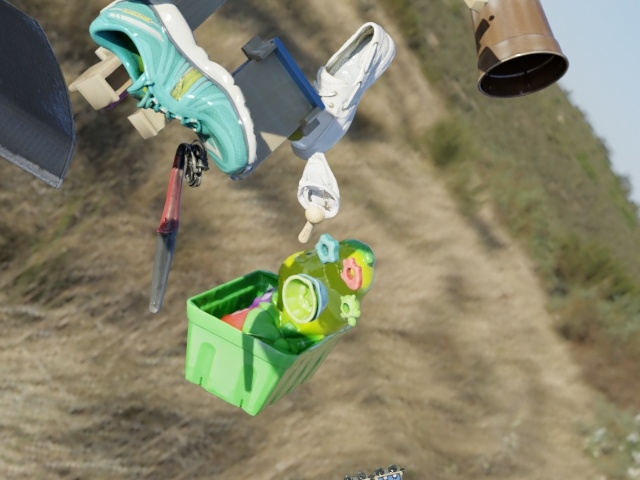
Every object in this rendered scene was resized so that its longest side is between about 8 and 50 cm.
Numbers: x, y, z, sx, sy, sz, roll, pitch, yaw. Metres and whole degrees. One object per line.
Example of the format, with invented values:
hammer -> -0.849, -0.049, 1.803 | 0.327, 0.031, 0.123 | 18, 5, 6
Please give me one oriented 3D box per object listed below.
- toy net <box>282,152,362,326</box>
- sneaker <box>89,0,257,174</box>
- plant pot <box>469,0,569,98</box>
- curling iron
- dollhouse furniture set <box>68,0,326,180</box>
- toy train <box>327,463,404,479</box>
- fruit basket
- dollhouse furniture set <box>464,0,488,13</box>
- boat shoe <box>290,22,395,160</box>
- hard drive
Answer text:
toy net -> 0.000, 0.000, 1.679 | 0.122, 0.045, 0.232 | 10, -74, 49
sneaker -> -0.185, -0.186, 1.568 | 0.110, 0.107, 0.275 | -34, 82, -37
plant pot -> 0.347, -0.366, 2.242 | 0.167, 0.167, 0.165 | 37, 40, -63
curling iron -> -0.225, -0.021, 1.889 | 0.035, 0.274, 0.068 | 10, 11, -36
dollhouse furniture set -> -0.198, -0.202, 1.922 | 0.303, 0.286, 0.198 | 52, -29, -19
toy train -> 0.062, 0.397, 2.022 | 0.027, 0.158, 0.036 | 85, -10, -51
fruit basket -> -0.064, 0.128, 2.454 | 0.283, 0.392, 0.392 | 26, 2, 16
dollhouse furniture set -> 0.238, -0.408, 2.012 | 0.081, 0.091, 0.114 | -16, 67, -37
boat shoe -> 0.024, -0.275, 2.243 | 0.098, 0.277, 0.096 | 32, -3, 28
hard drive -> -0.321, -0.174, 1.220 | 0.172, 0.054, 0.254 | 34, 21, -41
